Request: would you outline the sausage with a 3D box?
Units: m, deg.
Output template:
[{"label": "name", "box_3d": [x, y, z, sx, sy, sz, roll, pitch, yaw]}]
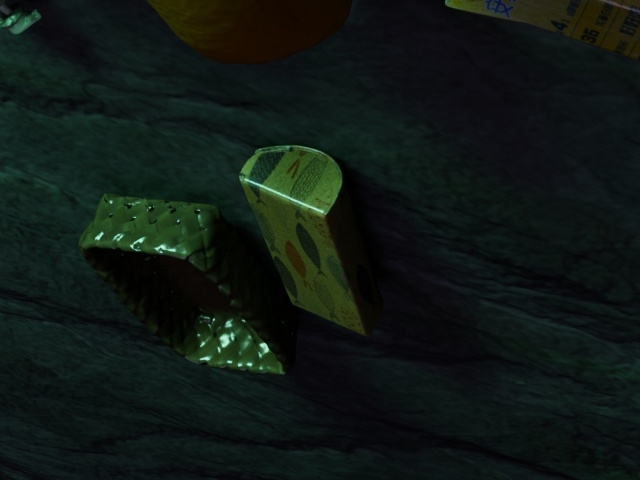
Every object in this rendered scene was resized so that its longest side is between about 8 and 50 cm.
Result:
[{"label": "sausage", "box_3d": [-0.065, -0.162, 0.736, 0.098, 0.098, 0.238, 4, 153, 30]}]

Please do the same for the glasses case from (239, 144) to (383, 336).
[{"label": "glasses case", "box_3d": [0.000, 0.000, 1.081, 0.064, 0.041, 0.170, 22, 158, 22]}]

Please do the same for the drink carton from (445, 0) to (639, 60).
[{"label": "drink carton", "box_3d": [0.108, -0.126, 0.707, 0.200, 0.074, 0.084, 17, 155, 1]}]

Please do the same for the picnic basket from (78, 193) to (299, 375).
[{"label": "picnic basket", "box_3d": [-0.086, 0.031, 1.189, 0.110, 0.055, 0.193, 6, 152, 25]}]

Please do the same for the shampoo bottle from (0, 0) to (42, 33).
[{"label": "shampoo bottle", "box_3d": [-0.210, -0.158, 0.917, 0.049, 0.034, 0.141, -11, 143, 36]}]
